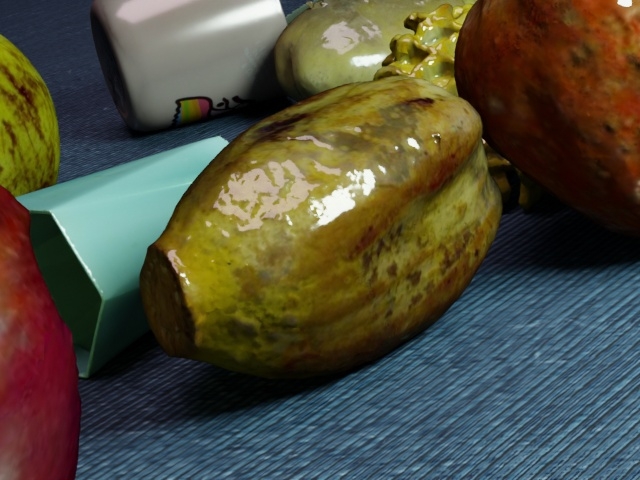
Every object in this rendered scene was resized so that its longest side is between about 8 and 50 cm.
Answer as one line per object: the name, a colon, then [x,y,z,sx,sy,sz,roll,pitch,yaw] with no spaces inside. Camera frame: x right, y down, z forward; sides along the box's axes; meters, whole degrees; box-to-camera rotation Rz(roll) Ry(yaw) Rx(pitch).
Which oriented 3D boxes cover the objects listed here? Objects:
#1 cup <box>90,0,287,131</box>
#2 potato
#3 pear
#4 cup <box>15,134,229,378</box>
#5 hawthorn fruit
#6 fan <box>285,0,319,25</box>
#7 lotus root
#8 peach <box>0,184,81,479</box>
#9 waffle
cup: [-0.163,-0.228,1.823,0.200,0.191,0.253,-19,-10,-13]
potato: [0.077,-0.226,1.707,0.296,0.141,0.191,-22,21,-36]
pear: [-0.371,-0.077,1.356,0.283,0.284,0.283,-10,19,4]
cup: [-0.147,0.003,1.199,0.148,0.134,0.235,6,21,34]
hawthorn fruit: [0.229,-0.133,1.125,0.258,0.262,0.258,-21,-25,-10]
fan: [0.051,-0.286,1.792,0.190,0.009,0.329,-5,-22,-21]
lotus root: [-0.007,-0.004,1.056,0.193,0.193,0.291,7,31,44]
peach: [-0.317,0.073,0.757,0.353,0.339,0.416,-17,15,-18]
waffle: [0.163,-0.144,1.359,0.259,0.069,0.293,-6,43,14]
